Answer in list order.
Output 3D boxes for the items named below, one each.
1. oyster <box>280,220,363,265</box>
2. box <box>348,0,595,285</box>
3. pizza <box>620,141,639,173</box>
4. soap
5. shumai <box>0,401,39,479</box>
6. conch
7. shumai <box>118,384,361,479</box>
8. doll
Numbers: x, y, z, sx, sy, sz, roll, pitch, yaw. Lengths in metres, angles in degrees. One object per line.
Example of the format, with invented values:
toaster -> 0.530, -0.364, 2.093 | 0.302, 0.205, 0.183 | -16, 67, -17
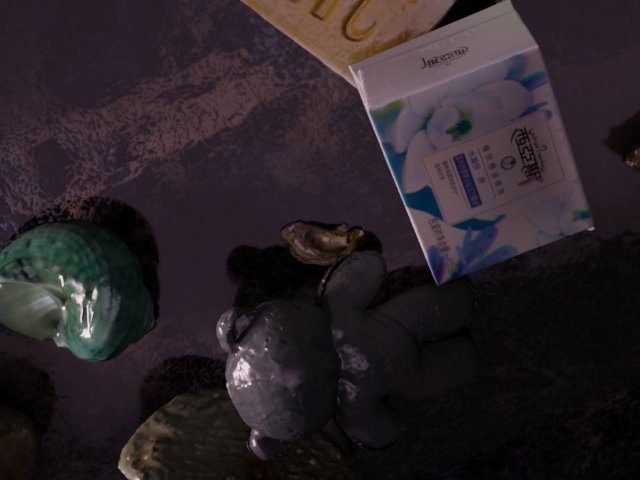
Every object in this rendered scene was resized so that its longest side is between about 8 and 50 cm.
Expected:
oyster -> 0.000, 0.000, 1.984 | 0.083, 0.038, 0.080 | 38, 74, 18
box -> 0.177, -0.108, 1.865 | 0.203, 0.116, 0.274 | -21, 127, 3
pizza -> 0.479, -0.120, 1.942 | 0.226, 0.069, 0.147 | -30, 124, 9
soap -> 0.008, -0.310, 1.873 | 0.274, 0.089, 0.173 | 36, 102, -8
shumai -> -0.542, 0.240, 1.969 | 0.346, 0.217, 0.283 | -31, 80, -1
conch -> -0.287, 0.064, 1.939 | 0.202, 0.134, 0.196 | 46, 139, -16
shumai -> -0.125, 0.350, 2.004 | 0.309, 0.304, 0.263 | 27, 136, -7
doll -> 0.031, 0.140, 1.957 | 0.340, 0.158, 0.245 | -17, 105, -30
